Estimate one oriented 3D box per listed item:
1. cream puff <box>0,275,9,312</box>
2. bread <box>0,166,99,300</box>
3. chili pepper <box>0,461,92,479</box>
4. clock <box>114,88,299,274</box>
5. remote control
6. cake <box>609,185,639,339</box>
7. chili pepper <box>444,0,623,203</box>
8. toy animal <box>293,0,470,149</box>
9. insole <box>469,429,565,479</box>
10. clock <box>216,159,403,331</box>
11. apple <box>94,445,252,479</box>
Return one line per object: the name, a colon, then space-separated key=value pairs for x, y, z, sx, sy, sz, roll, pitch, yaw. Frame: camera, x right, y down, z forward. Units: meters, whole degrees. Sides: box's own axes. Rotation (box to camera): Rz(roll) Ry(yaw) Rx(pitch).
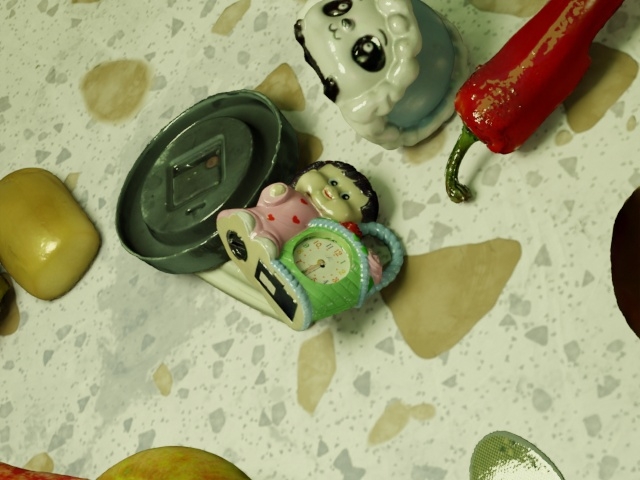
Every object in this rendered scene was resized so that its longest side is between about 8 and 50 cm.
cream puff: x=-0.563 y=0.069 z=2.242 sx=0.244 sy=0.244 sz=0.196 roll=22 pitch=67 yaw=41
bread: x=-0.416 y=-0.017 z=2.253 sx=0.147 sy=0.098 sz=0.217 roll=-53 pitch=47 yaw=6
chili pepper: x=-0.390 y=0.406 z=1.960 sx=0.305 sy=0.229 sz=0.251 roll=2 pitch=65 yaw=25
clock: x=-0.152 y=-0.077 z=2.088 sx=0.281 sy=0.055 sz=0.280 roll=-24 pitch=44 yaw=25
remote control: x=-0.085 y=0.038 z=2.017 sx=0.230 sy=0.049 sz=0.090 roll=26 pitch=81 yaw=42
cake: x=0.420 y=0.016 z=1.610 sx=0.185 sy=0.178 sz=0.207 roll=15 pitch=110 yaw=60
chili pepper: x=0.261 y=-0.212 z=1.860 sx=0.387 sy=0.110 sz=0.110 roll=-49 pitch=49 yaw=8
toy animal: x=0.081 y=-0.237 z=1.943 sx=0.156 sy=0.204 sz=0.208 roll=-37 pitch=59 yaw=19
insole: x=0.242 y=0.334 z=1.660 sx=0.109 sy=0.007 sz=0.322 roll=-36 pitch=50 yaw=16
clock: x=0.000 y=0.000 z=1.912 sx=0.195 sy=0.100 sz=0.194 roll=-31 pitch=69 yaw=-29
apple: x=-0.161 y=0.362 z=1.793 sx=0.246 sy=0.226 sz=0.246 roll=-9 pitch=72 yaw=28
